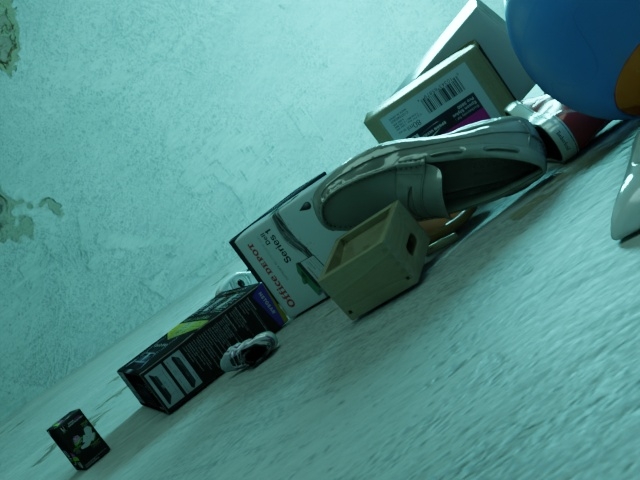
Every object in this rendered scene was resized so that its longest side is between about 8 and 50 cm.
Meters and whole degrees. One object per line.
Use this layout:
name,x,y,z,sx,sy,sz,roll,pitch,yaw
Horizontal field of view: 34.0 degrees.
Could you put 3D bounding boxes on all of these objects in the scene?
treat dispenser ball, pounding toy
treat dispenser ball,0.363,-0.287,1.239,0.288,0.288,0.288,-35,6,4
pounding toy,0.090,0.023,1.349,0.130,0.100,0.141,-33,17,29

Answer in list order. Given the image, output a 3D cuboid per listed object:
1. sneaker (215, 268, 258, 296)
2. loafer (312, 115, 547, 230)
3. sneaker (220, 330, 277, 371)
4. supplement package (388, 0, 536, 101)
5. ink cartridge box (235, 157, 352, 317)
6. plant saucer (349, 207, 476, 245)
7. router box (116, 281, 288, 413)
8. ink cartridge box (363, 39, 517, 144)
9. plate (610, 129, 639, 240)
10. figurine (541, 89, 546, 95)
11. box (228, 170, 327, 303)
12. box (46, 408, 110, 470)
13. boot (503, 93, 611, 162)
sneaker,-0.164,0.110,2.166,0.121,0.079,0.217,-35,-4,38
loafer,0.143,-0.078,1.395,0.319,0.112,0.111,-20,34,9
sneaker,-0.111,0.168,1.508,0.098,0.038,0.069,-34,5,18
supplement package,0.255,-0.274,1.923,0.293,0.175,0.177,-50,7,19
ink cartridge box,0.000,0.000,1.639,0.219,0.160,0.092,-33,6,28
plant saucer,0.133,-0.044,1.490,0.200,0.037,0.200,-15,33,10
router box,-0.207,0.179,1.760,0.243,0.081,0.309,-37,6,-17
ink cartridge box,0.223,-0.200,1.810,0.235,0.193,0.088,-34,11,16
plate,0.390,-0.124,0.957,0.278,0.045,0.277,-31,6,29
figurine,0.452,-0.275,1.689,0.215,0.092,0.209,-34,10,23
box,-0.038,-0.005,1.937,0.207,0.153,0.108,-38,6,-34
box,-0.383,0.315,1.654,0.052,0.083,0.062,-38,7,-29
boot,0.366,-0.191,1.478,0.176,0.088,0.244,-35,14,-1
